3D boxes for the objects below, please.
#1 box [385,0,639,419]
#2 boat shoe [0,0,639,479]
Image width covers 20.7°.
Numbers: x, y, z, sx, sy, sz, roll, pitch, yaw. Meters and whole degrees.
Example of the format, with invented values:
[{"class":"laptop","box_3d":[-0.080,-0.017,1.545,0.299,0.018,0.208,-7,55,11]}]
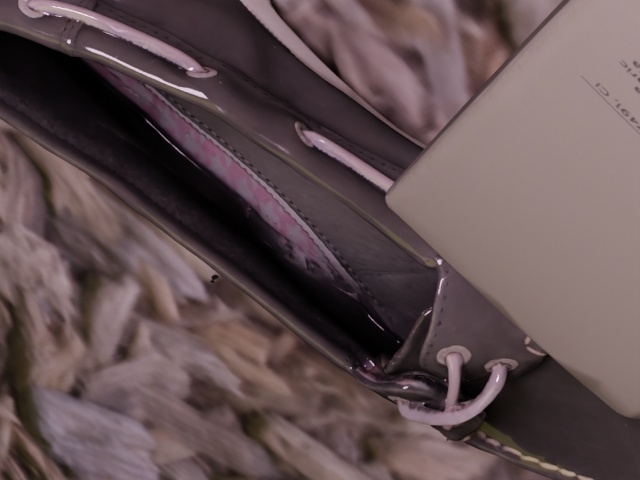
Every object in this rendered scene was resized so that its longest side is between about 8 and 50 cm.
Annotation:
[{"class":"box","box_3d":[0.105,-0.029,0.426,0.113,0.094,0.275,42,169,-1]},{"class":"boat shoe","box_3d":[0.000,0.000,0.634,0.335,0.095,0.112,40,143,4]}]
